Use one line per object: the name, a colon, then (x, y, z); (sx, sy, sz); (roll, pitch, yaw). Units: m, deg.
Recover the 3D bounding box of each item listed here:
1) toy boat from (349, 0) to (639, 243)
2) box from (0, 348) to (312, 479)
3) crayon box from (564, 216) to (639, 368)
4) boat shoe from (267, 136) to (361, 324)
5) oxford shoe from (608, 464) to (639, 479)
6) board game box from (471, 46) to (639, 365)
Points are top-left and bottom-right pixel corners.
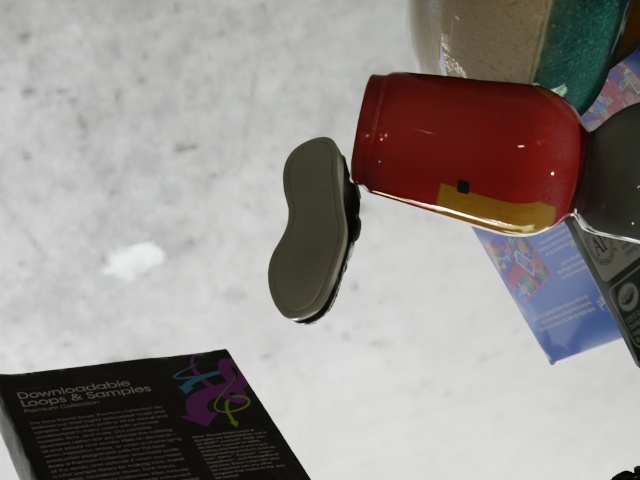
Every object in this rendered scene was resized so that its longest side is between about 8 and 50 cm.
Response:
toy boat: (0.109, -0.110, 0.735); (0.148, 0.318, 0.267); (11, 135, 4)
box: (-0.069, 0.103, 0.762); (0.116, 0.162, 0.029); (-5, 120, -22)
crayon box: (0.332, -0.083, 0.800); (0.313, 0.106, 0.363); (-17, 165, -27)
boat shoe: (0.000, 0.000, 0.927); (0.046, 0.125, 0.038); (-21, 131, 19)
oxford shoe: (0.241, 0.137, 0.756); (0.227, 0.083, 0.096); (-7, 99, 7)
board game box: (0.207, -0.052, 1.258); (0.078, 0.233, 0.347); (-29, 178, -21)
